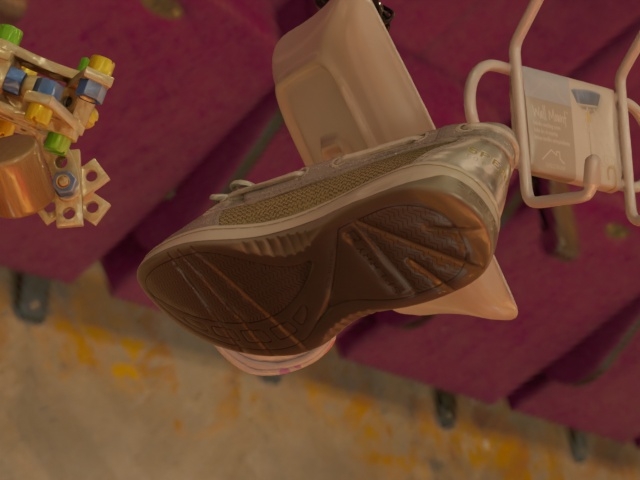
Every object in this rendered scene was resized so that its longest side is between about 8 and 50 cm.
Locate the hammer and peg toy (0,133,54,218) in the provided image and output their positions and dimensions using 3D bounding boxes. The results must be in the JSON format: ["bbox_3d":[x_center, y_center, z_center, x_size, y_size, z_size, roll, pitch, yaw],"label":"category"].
[{"bbox_3d":[-0.424,0.007,1.303,0.361,0.266,0.127,-24,118,-15],"label":"hammer and peg toy"}]

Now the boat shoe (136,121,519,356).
[{"bbox_3d":[-0.001,-0.002,1.011,0.118,0.320,0.103,50,45,-20],"label":"boat shoe"}]

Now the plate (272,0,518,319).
[{"bbox_3d":[0.040,-0.054,1.157,0.045,0.277,0.278,-27,95,-14],"label":"plate"}]

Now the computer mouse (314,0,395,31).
[{"bbox_3d":[0.050,-0.335,1.396,0.060,0.184,0.262,-3,109,-22],"label":"computer mouse"}]

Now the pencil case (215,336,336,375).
[{"bbox_3d":[-0.042,0.047,1.306,0.273,0.113,0.124,-83,161,-88],"label":"pencil case"}]

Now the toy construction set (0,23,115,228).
[{"bbox_3d":[-0.342,-0.147,1.747,0.328,0.215,0.151,97,11,-63],"label":"toy construction set"}]

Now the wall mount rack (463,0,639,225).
[{"bbox_3d":[0.302,-0.176,1.514,0.350,0.130,0.304,7,77,-46],"label":"wall mount rack"}]
